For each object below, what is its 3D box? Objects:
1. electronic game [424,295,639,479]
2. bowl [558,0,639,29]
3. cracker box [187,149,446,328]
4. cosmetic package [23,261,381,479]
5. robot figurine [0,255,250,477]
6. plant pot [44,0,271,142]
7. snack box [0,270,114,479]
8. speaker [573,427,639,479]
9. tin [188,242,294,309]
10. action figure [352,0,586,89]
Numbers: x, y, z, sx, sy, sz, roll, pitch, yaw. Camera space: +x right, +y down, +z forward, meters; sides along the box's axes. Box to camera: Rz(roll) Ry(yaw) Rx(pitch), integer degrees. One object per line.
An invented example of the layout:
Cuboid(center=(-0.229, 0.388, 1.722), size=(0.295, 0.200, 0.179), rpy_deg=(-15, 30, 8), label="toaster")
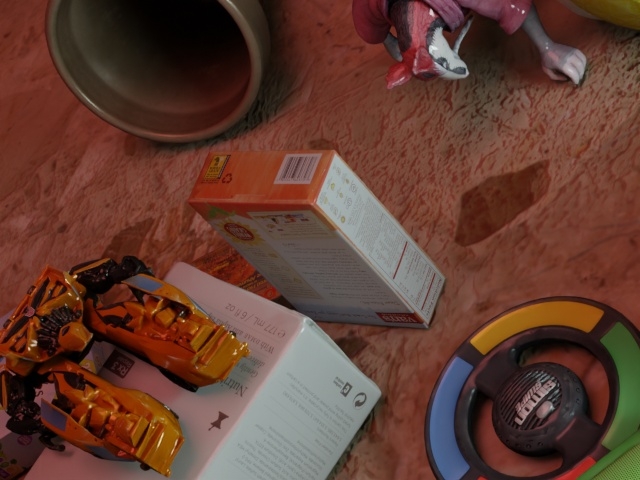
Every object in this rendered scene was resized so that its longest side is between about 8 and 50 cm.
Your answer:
Cuboid(center=(0.198, 0.152, 1.502), size=(0.229, 0.048, 0.229), rpy_deg=(-19, 49, 23), label="electronic game")
Cuboid(center=(0.302, -0.312, 1.664), size=(0.156, 0.289, 0.289), rpy_deg=(131, 152, -52), label="bowl")
Cuboid(center=(0.000, 0.000, 1.626), size=(0.156, 0.232, 0.067), rpy_deg=(2, 59, 37), label="cracker box")
Cuboid(center=(-0.145, 0.236, 1.609), size=(0.217, 0.156, 0.385), rpy_deg=(21, 71, 45), label="cosmetic package")
Cuboid(center=(-0.207, 0.108, 1.581), size=(0.291, 0.085, 0.211), rpy_deg=(19, 70, 45), label="robot figurine")
Cuboid(center=(-0.169, -0.283, 1.983), size=(0.263, 0.263, 0.229), rpy_deg=(-15, 33, 27), label="plant pot")
Cuboid(center=(-0.331, 0.160, 1.865), size=(0.207, 0.070, 0.174), rpy_deg=(-34, 44, 8), label="snack box")
Cuboid(center=(0.230, 0.257, 1.344), size=(0.296, 0.131, 0.131), rpy_deg=(-40, 44, 5), label="speaker")
Cuboid(center=(-0.083, 0.049, 1.794), size=(0.190, 0.040, 0.106), rpy_deg=(-26, 43, 18), label="tin")
Cuboid(center=(0.145, -0.307, 1.744), size=(0.248, 0.275, 0.370), rpy_deg=(-2, 43, 28), label="action figure")
